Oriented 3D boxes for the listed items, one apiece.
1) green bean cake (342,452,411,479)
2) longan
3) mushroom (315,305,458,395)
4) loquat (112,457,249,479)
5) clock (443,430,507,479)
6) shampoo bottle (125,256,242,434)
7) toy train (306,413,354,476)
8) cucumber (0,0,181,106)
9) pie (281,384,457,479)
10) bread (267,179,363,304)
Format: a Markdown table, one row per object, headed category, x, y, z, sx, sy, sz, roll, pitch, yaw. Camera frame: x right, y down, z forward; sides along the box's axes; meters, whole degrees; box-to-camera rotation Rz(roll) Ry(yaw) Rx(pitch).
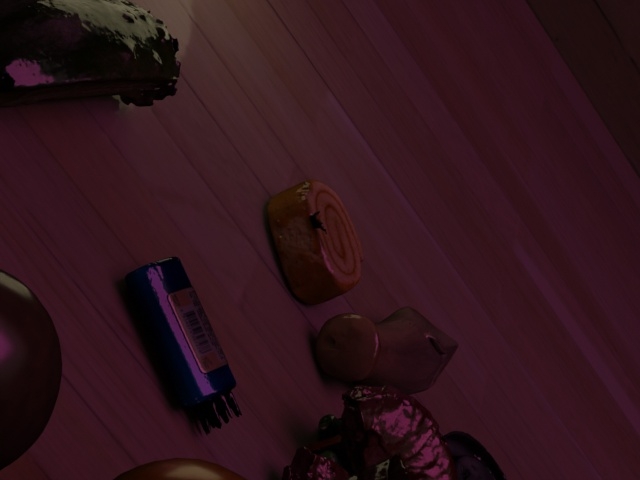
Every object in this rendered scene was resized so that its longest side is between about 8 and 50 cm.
| category | x | y | z | sx | sy | sz | roll | pitch | yaw |
| --- | --- | --- | --- | --- | --- | --- | --- | --- | --- |
| green bean cake | 0.069 | 0.344 | 1.820 | 0.232 | 0.199 | 0.097 | 52 | 22 | -30 |
| longan | -0.297 | 0.116 | 1.407 | 0.185 | 0.159 | 0.204 | 7 | 98 | -42 |
| mushroom | 0.089 | 0.137 | 2.176 | 0.247 | 0.096 | 0.108 | -1 | 93 | -59 |
| loquat | -0.112 | 0.297 | 1.491 | 0.235 | 0.235 | 0.235 | 43 | 32 | -37 |
| clock | 0.189 | 0.345 | 2.229 | 0.215 | 0.042 | 0.215 | 43 | 33 | -37 |
| shampoo bottle | -0.136 | 0.108 | 1.825 | 0.183 | 0.050 | 0.087 | 65 | 23 | 3 |
| toy train | 0.053 | 0.274 | 2.008 | 0.176 | 0.074 | 0.118 | 43 | 42 | -31 |
| cucumber | -0.266 | -0.198 | 1.811 | 0.325 | 0.105 | 0.145 | -17 | 83 | -62 |
| pie | 0.059 | 0.264 | 1.937 | 0.204 | 0.054 | 0.218 | 40 | 61 | -22 |
| bread | 0.000 | 0.000 | 2.155 | 0.122 | 0.073 | 0.149 | 10 | 58 | -62 |
